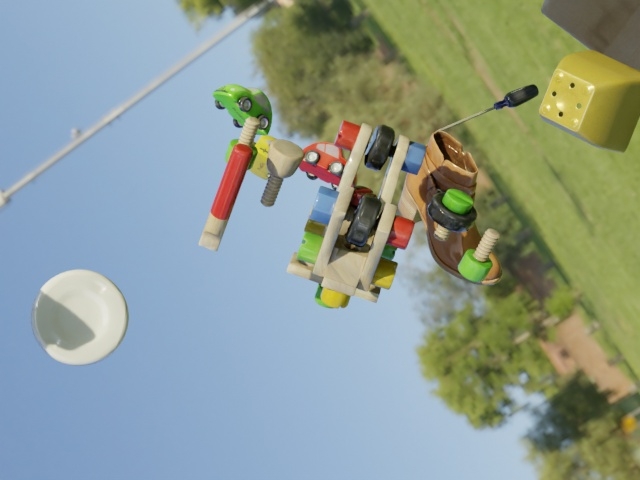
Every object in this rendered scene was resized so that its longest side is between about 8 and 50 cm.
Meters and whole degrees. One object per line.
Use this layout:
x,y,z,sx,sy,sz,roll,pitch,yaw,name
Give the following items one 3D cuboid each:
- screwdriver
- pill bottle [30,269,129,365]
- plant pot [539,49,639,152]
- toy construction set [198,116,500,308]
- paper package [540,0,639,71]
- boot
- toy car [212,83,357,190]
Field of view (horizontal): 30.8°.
0.238,-0.189,1.672,0.024,0.169,0.025,79,167,-46,screwdriver
-0.311,0.103,1.497,0.119,0.119,0.208,55,167,-2,pill bottle
0.261,-0.137,1.139,0.081,0.082,0.083,34,-153,35,plant pot
0.000,0.000,1.391,0.308,0.237,0.257,9,-147,-25,toy construction set
0.467,-0.322,1.316,0.309,0.325,0.168,40,-131,11,paper package
0.192,-0.043,1.590,0.197,0.152,0.073,43,-130,19,boot
-0.070,-0.161,1.701,0.239,0.053,0.225,10,153,45,toy car
